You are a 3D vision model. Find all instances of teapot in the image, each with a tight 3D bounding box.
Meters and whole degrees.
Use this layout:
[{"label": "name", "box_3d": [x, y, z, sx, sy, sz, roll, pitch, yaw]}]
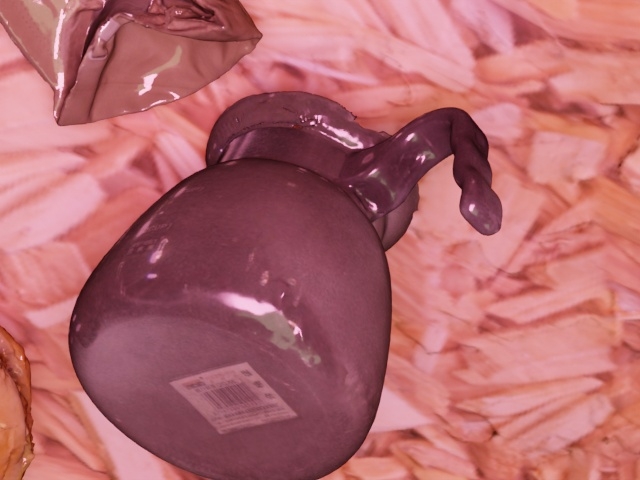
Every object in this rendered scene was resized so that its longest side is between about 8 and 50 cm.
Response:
[{"label": "teapot", "box_3d": [-0.023, -0.008, 0.968, 0.223, 0.285, 0.305, 27, 137, -5]}]

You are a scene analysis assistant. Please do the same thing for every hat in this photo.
[{"label": "hat", "box_3d": [-0.146, -0.189, 0.974, 0.166, 0.144, 0.173, -22, 88, 26]}]

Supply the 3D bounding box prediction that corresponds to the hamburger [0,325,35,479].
[{"label": "hamburger", "box_3d": [-0.360, 0.132, 1.026, 0.283, 0.144, 0.259, 20, 109, -12]}]
